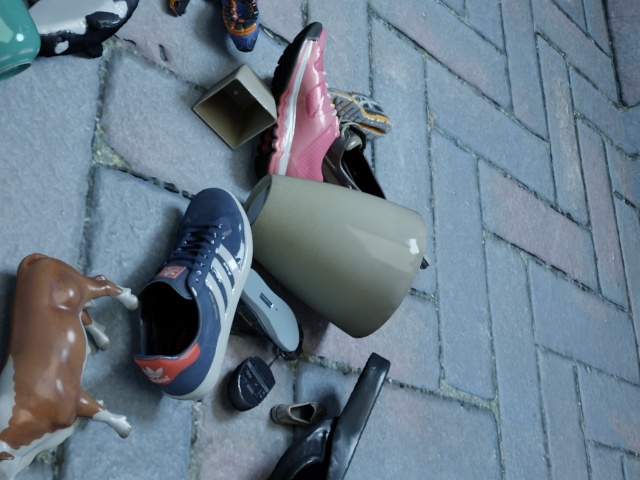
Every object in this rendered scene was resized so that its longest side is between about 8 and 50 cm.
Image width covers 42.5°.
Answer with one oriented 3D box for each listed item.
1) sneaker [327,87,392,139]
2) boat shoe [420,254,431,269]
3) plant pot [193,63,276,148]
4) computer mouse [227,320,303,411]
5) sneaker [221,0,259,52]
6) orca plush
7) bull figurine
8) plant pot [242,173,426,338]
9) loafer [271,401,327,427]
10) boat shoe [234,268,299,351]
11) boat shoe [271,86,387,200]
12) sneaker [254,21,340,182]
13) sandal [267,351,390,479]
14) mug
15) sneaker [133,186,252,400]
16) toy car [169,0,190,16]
[{"bbox_3d":[0.065,-0.282,1.755,0.215,0.084,0.083,19,47,-48],"label":"sneaker"},{"bbox_3d":[0.160,0.017,1.760,0.065,0.075,0.206,-51,130,1],"label":"boat shoe"},{"bbox_3d":[-0.144,-0.252,1.475,0.109,0.109,0.096,45,34,-28],"label":"plant pot"},{"bbox_3d":[-0.092,0.208,1.391,0.071,0.041,0.242,59,34,-8],"label":"computer mouse"},{"bbox_3d":[-0.155,-0.444,1.570,0.087,0.083,0.221,90,-2,-53],"label":"sneaker"},{"bbox_3d":[-0.366,-0.343,1.293,0.151,0.102,0.287,12,41,4],"label":"orca plush"},{"bbox_3d":[-0.341,0.170,1.063,0.188,0.101,0.310,26,58,-45],"label":"bull figurine"},{"bbox_3d":[0.000,0.000,1.444,0.274,0.256,0.256,28,53,-20],"label":"plant pot"},{"bbox_3d":[-0.027,0.298,1.417,0.125,0.039,0.045,11,67,-47],"label":"loafer"},{"bbox_3d":[-0.111,0.118,1.372,0.183,0.083,0.065,56,40,-29],"label":"boat shoe"},{"bbox_3d":[0.032,-0.189,1.624,0.132,0.130,0.355,-41,106,-50],"label":"boat shoe"},{"bbox_3d":[-0.023,-0.242,1.525,0.136,0.116,0.313,14,89,-22],"label":"sneaker"},{"bbox_3d":[-0.011,0.359,1.348,0.107,0.167,0.445,26,46,5],"label":"sandal"},{"bbox_3d":[-0.456,-0.261,1.107,0.097,0.158,0.129,63,15,-10],"label":"mug"},{"bbox_3d":[-0.197,0.053,1.232,0.148,0.131,0.349,50,38,-54],"label":"sneaker"},{"bbox_3d":[-0.240,-0.439,1.507,0.041,0.060,0.122,28,16,16],"label":"toy car"}]
